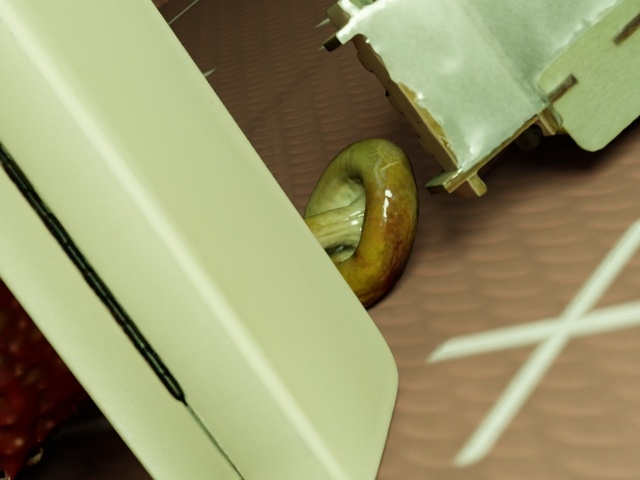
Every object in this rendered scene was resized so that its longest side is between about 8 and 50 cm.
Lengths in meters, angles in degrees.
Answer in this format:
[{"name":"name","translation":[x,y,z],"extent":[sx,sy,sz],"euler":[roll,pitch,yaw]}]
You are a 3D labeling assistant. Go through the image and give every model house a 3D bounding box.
[{"name":"model house","translation":[0.149,-0.152,1.050],"extent":[0.326,0.169,0.244],"euler":[-41,8,-7]}]

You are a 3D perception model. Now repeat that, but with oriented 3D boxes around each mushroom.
[{"name":"mushroom","translation":[0.007,0.006,0.997],"extent":[0.129,0.073,0.088],"euler":[-46,34,-14]}]

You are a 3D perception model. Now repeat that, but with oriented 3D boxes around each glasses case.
[{"name":"glasses case","translation":[-0.090,-0.027,0.792],"extent":[0.076,0.336,0.144],"euler":[-29,15,20]}]

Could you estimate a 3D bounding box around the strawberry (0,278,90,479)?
[{"name":"strawberry","translation":[-0.242,0.060,1.079],"extent":[0.292,0.292,0.343],"euler":[9,78,69]}]
